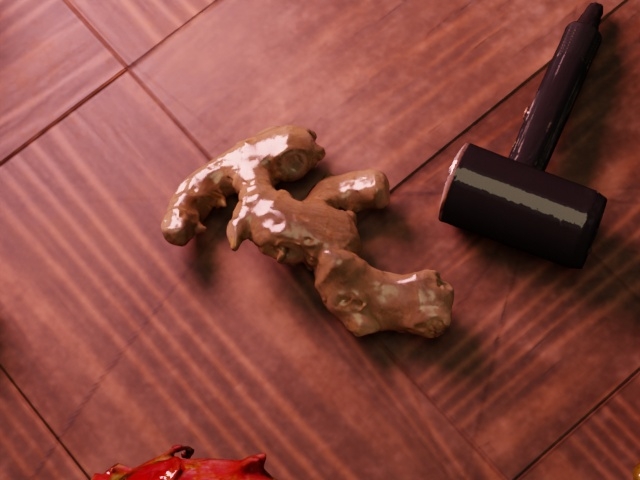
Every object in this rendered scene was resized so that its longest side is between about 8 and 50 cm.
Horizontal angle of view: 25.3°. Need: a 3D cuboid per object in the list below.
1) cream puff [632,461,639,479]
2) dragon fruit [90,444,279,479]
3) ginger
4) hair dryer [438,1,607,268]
[{"bbox_3d":[0.278,0.187,1.068,0.083,0.058,0.083,-21,24,-31],"label":"cream puff"},{"bbox_3d":[-0.071,0.251,1.002,0.268,0.210,0.205,4,84,0],"label":"dragon fruit"},{"bbox_3d":[0.006,-0.014,1.175,0.258,0.065,0.149,24,69,16],"label":"ginger"},{"bbox_3d":[0.206,-0.101,1.198,0.128,0.070,0.255,23,66,13],"label":"hair dryer"}]
